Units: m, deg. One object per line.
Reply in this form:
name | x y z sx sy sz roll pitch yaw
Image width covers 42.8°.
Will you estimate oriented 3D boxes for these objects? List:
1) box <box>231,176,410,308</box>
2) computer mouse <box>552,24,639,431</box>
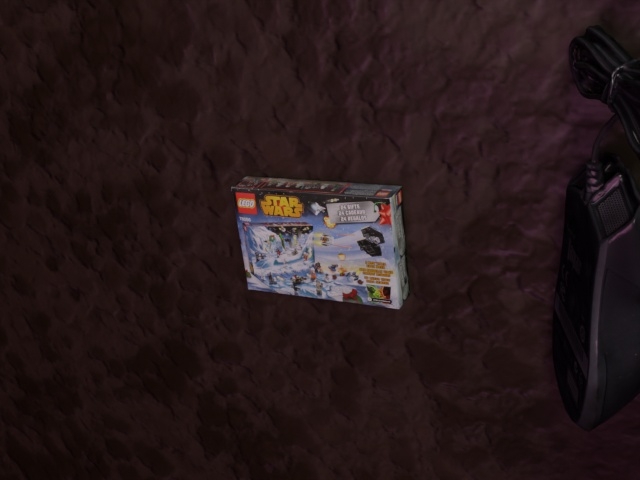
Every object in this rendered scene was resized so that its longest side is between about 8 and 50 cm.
box | 0.000 0.000 0.643 0.137 0.027 0.094 6 118 25
computer mouse | 0.188 0.017 0.471 0.060 0.184 0.262 -3 112 2
